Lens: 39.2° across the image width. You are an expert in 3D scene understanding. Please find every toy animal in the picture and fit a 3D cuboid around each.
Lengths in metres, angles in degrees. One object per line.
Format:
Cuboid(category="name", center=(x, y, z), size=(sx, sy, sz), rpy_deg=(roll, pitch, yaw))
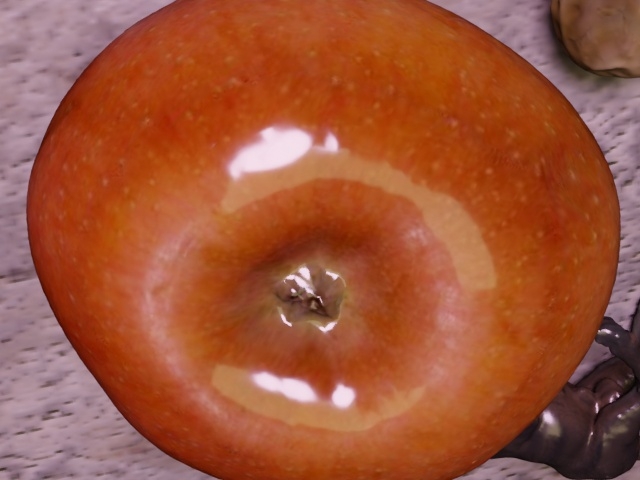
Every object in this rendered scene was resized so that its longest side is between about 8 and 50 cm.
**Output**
Cuboid(category="toy animal", center=(0.140, 0.094, 0.566), size=(0.232, 0.084, 0.148), rpy_deg=(12, 115, -14))

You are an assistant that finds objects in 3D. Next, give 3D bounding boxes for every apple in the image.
Cuboid(category="apple", center=(0.000, 0.000, 0.432), size=(0.272, 0.206, 0.252), rpy_deg=(33, 94, -10))

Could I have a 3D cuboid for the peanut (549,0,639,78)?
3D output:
Cuboid(category="peanut", center=(0.209, -0.188, 0.479), size=(0.103, 0.098, 0.229), rpy_deg=(17, 107, -56))
